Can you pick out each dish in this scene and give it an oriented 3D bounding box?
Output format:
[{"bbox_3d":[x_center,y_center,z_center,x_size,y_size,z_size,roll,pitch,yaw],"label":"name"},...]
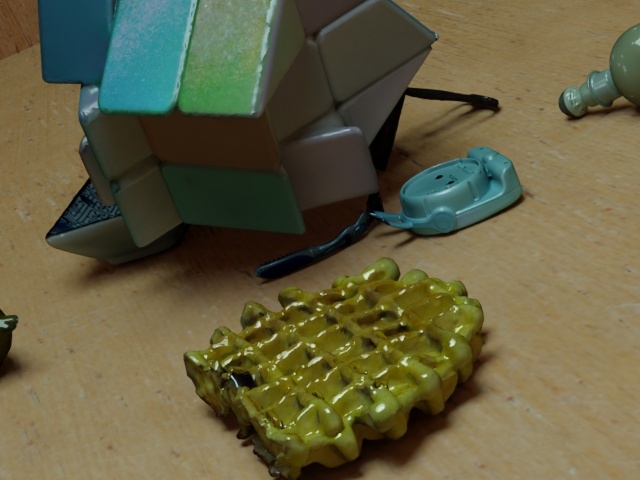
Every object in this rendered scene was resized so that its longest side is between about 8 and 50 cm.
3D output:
[{"bbox_3d":[-0.206,-0.043,1.805,0.182,0.080,0.243,-16,20,16],"label":"dish"}]

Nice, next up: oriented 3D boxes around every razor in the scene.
[{"bbox_3d":[0.003,0.002,1.544,0.155,0.044,0.028,-29,47,-13],"label":"razor"}]

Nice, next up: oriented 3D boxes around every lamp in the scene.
[{"bbox_3d":[0.320,-0.170,1.598,0.163,0.091,0.091,-26,12,43],"label":"lamp"}]

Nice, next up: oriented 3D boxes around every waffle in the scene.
[{"bbox_3d":[0.004,0.103,1.233,0.283,0.065,0.309,-10,20,26],"label":"waffle"}]

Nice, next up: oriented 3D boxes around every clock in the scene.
[{"bbox_3d":[0.123,-0.043,1.510,0.147,0.045,0.108,-25,19,-7],"label":"clock"}]

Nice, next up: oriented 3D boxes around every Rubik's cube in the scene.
[{"bbox_3d":[-0.097,-0.198,1.557,0.368,0.358,0.387,-35,41,-17],"label":"Rubik's cube"}]

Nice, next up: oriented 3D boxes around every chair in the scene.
[{"bbox_3d":[0.086,-0.139,1.765,0.229,0.113,0.106,12,8,-23],"label":"chair"}]

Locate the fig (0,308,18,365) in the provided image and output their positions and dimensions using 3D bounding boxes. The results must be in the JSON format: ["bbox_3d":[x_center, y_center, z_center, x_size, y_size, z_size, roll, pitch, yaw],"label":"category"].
[{"bbox_3d":[-0.368,0.099,1.577,0.155,0.103,0.109,-21,40,29],"label":"fig"}]
